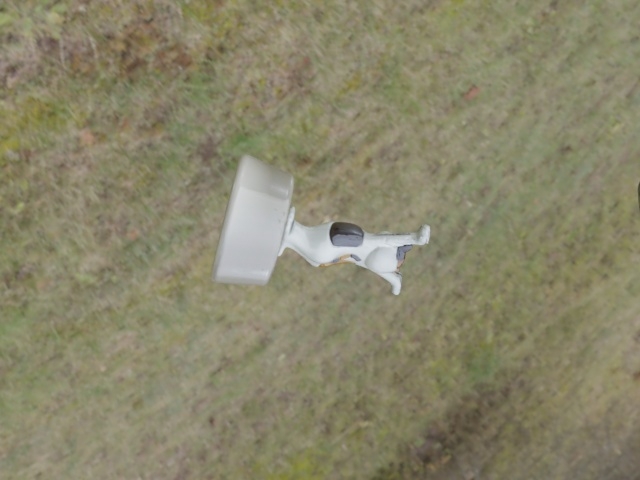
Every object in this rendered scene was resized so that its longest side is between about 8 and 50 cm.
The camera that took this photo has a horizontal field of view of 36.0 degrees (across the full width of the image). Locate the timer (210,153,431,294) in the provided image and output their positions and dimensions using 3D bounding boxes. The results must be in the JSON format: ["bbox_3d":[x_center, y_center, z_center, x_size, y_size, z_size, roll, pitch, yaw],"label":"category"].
[{"bbox_3d":[0.000,0.000,1.321,0.265,0.175,0.175,14,122,-7],"label":"timer"}]

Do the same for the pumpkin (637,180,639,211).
[{"bbox_3d":[0.584,-0.077,1.509,0.201,0.140,0.202,-5,125,-7],"label":"pumpkin"}]
